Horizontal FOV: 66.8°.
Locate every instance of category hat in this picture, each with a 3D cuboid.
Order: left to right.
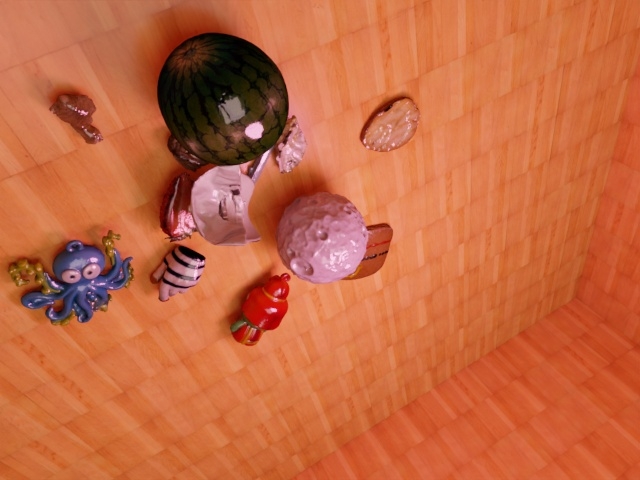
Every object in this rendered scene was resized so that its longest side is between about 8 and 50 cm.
[{"bbox_3d":[-0.297,-0.101,1.556,0.168,0.258,0.301,-5,176,9],"label":"hat"}]

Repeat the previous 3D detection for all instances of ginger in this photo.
[{"bbox_3d":[-0.627,-0.328,1.283,0.096,0.067,0.165,-37,149,-3],"label":"ginger"}]

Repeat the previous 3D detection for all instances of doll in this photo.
[{"bbox_3d":[-0.765,0.137,1.531,0.346,0.099,0.341,-10,127,-24],"label":"doll"},{"bbox_3d":[-0.224,0.274,1.953,0.182,0.160,0.363,18,112,-40],"label":"doll"}]

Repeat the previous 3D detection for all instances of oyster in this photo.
[{"bbox_3d":[-0.112,-0.315,1.637,0.133,0.072,0.209,-40,156,-10],"label":"oyster"}]

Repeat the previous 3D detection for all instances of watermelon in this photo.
[{"bbox_3d":[-0.255,-0.376,1.304,0.363,0.363,0.363,-18,132,-21],"label":"watermelon"}]

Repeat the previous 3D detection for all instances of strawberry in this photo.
[{"bbox_3d":[-0.453,-0.107,1.541,0.174,0.098,0.228,-33,134,-22],"label":"strawberry"}]

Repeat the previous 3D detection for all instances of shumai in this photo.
[{"bbox_3d":[-0.398,-0.278,1.470,0.139,0.105,0.123,17,70,-51],"label":"shumai"}]

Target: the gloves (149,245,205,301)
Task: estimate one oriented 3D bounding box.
[{"bbox_3d":[-0.496,0.131,1.688,0.140,0.131,0.219,23,100,-40],"label":"gloves"}]

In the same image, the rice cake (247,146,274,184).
[{"bbox_3d":[-0.211,-0.253,1.638,0.042,0.030,0.180,8,119,-47],"label":"rice cake"}]

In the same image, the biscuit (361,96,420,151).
[{"bbox_3d":[0.262,-0.425,1.815,0.260,0.041,0.203,-29,138,-10],"label":"biscuit"}]

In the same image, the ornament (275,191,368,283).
[{"bbox_3d":[0.000,0.000,1.752,0.337,0.337,0.337,-18,132,-21],"label":"ornament"}]

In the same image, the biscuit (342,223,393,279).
[{"bbox_3d":[0.191,0.058,2.135,0.262,0.052,0.277,-5,126,-31],"label":"biscuit"}]
